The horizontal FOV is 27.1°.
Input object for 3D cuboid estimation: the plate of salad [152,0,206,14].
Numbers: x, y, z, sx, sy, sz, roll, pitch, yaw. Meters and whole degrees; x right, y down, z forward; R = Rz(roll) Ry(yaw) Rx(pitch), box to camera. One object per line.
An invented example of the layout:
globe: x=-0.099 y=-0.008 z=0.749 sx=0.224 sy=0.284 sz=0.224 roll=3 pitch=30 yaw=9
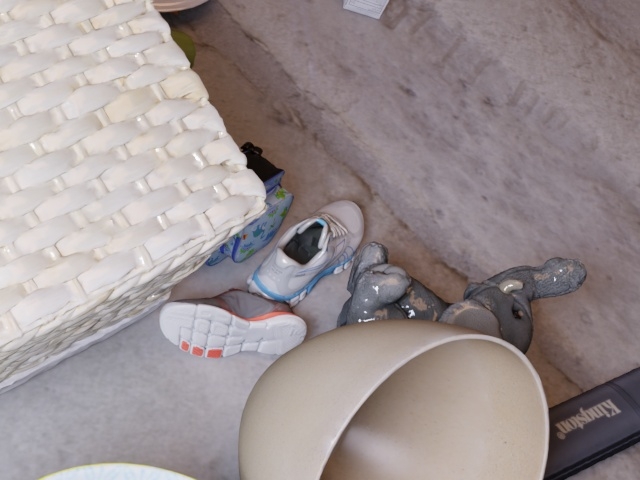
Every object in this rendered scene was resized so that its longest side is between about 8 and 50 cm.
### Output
plate of salad: x=-0.214 y=-0.348 z=1.655 sx=0.199 sy=0.048 sz=0.200 roll=8 pitch=52 yaw=-10

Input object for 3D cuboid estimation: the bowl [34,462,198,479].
bowl: x=-0.153 y=0.329 z=0.989 sx=0.289 sy=0.156 sz=0.289 roll=15 pitch=45 yaw=-16

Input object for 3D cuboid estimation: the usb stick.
usb stick: x=0.285 y=0.201 z=1.425 sx=0.278 sy=0.045 sz=0.077 roll=-16 pitch=61 yaw=-37

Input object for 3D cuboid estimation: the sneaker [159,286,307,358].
sneaker: x=-0.093 y=0.077 z=1.334 sx=0.158 sy=0.061 sz=0.065 roll=11 pitch=32 yaw=-31

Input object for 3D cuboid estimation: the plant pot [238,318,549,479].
plant pot: x=0.037 y=0.186 z=1.177 sx=0.284 sy=0.284 sz=0.191 roll=-13 pitch=24 yaw=-36

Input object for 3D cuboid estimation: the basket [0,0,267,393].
basket: x=-0.284 y=-0.056 z=1.126 sx=0.331 sy=0.266 sz=0.328 roll=-28 pitch=86 yaw=-37

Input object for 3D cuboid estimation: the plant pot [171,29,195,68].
plant pot: x=-0.188 y=-0.215 z=1.533 sx=0.079 sy=0.083 sz=0.083 roll=-11 pitch=57 yaw=-49

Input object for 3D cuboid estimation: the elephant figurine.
elephant figurine: x=0.139 y=0.100 z=1.346 sx=0.239 sy=0.186 sz=0.169 roll=15 pitch=22 yaw=-4

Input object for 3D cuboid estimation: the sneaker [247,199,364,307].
sneaker: x=0.000 y=0.000 z=1.428 sx=0.071 sy=0.083 sz=0.191 roll=36 pitch=42 yaw=8

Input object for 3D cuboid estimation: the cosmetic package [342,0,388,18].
cosmetic package: x=0.070 y=-0.423 z=1.842 sx=0.060 sy=0.099 sz=0.239 roll=16 pitch=46 yaw=-19

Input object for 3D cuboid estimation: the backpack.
backpack: x=-0.089 y=-0.026 z=1.379 sx=0.084 sy=0.114 sz=0.105 roll=44 pitch=47 yaw=13
